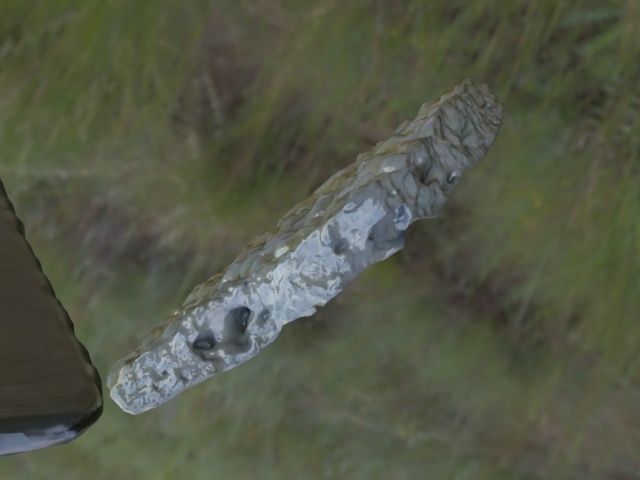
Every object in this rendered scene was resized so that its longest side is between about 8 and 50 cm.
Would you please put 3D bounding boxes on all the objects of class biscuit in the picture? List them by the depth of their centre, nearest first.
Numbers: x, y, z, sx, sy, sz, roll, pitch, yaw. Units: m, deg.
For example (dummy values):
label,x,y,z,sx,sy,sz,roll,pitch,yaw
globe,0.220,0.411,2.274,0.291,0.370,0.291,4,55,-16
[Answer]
label,x,y,z,sx,sy,sz,roll,pitch,yaw
biscuit,0.000,0.000,0.967,0.040,0.265,0.188,52,161,-7

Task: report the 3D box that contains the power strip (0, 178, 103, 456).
label,x,y,z,sx,sy,sz,roll,pitch,yaw
power strip,-0.213,0.044,0.615,0.251,0.257,0.092,-123,27,-56
